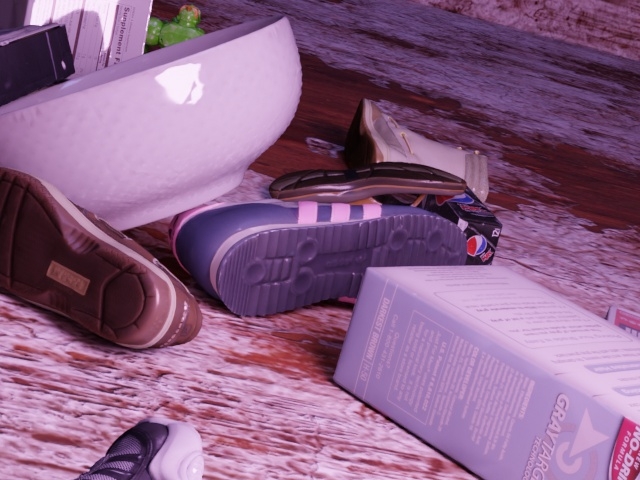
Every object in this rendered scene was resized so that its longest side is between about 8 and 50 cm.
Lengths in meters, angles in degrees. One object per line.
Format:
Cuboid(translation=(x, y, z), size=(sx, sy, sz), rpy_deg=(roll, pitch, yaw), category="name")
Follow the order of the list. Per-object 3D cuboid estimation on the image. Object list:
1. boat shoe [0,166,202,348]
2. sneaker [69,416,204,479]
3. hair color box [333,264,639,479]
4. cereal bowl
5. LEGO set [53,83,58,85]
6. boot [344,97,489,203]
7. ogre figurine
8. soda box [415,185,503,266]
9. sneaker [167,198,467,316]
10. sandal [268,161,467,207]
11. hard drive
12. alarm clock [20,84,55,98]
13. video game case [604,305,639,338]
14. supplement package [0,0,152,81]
Cuboid(translation=(-0.200, 0.022, 1.514), size=(0.257, 0.095, 0.095), rpy_deg=(36, 10, 35), category="boat shoe")
Cuboid(translation=(-0.152, 0.160, 1.029), size=(0.153, 0.101, 0.268), rpy_deg=(17, 18, -8), category="sneaker")
Cuboid(translation=(0.209, 0.141, 1.454), size=(0.185, 0.114, 0.374), rpy_deg=(0, 22, -45), category="hair color box")
Cuboid(translation=(-0.170, -0.096, 1.699), size=(0.339, 0.141, 0.339), rpy_deg=(-18, 8, 3), category="cereal bowl")
Cuboid(translation=(-0.254, -0.161, 2.120), size=(0.244, 0.060, 0.182), rpy_deg=(12, 16, -4), category="LEGO set")
Cuboid(translation=(0.122, -0.107, 2.290), size=(0.165, 0.077, 0.213), rpy_deg=(12, 21, -13), category="boot")
Cuboid(translation=(-0.183, -0.272, 2.527), size=(0.197, 0.097, 0.118), rpy_deg=(35, 0, 8), category="ogre figurine")
Cuboid(translation=(0.153, -0.023, 2.056), size=(0.053, 0.060, 0.169), rpy_deg=(9, 17, -15), category="soda box")
Cuboid(translation=(0.000, 0.000, 1.726), size=(0.319, 0.112, 0.131), rpy_deg=(3, 20, -42), category="sneaker")
Cuboid(translation=(0.053, -0.048, 2.023), size=(0.219, 0.060, 0.090), rpy_deg=(-6, 17, -3), category="sandal")
Cuboid(translation=(-0.398, -0.146, 1.729), size=(0.236, 0.064, 0.339), rpy_deg=(-9, 12, 13), category="hard drive")
Cuboid(translation=(-0.357, -0.152, 1.972), size=(0.192, 0.064, 0.129), rpy_deg=(28, 19, 29), category="alarm clock")
Cuboid(translation=(0.372, 0.140, 1.788), size=(0.204, 0.025, 0.285), rpy_deg=(19, 16, 7), category="video game case")
Cuboid(translation=(-0.303, -0.290, 2.149), size=(0.145, 0.204, 0.262), rpy_deg=(10, 3, -22), category="supplement package")
